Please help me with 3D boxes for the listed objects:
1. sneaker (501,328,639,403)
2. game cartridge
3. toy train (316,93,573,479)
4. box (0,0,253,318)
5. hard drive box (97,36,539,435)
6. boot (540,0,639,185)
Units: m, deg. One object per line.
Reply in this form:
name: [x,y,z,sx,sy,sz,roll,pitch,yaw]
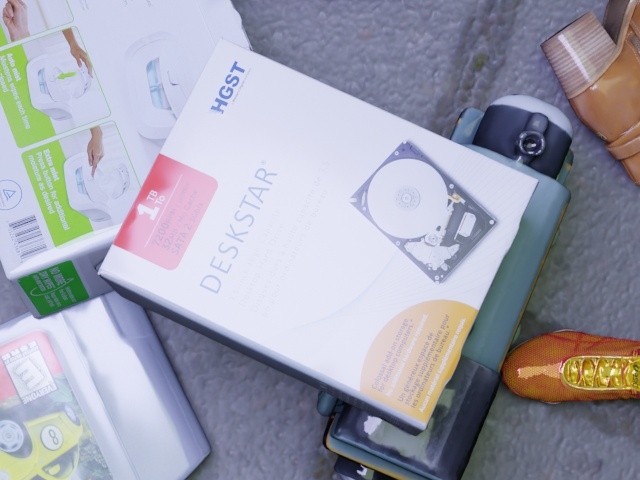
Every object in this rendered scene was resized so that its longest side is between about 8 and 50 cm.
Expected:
sneaker: [0.238,0.104,1.030,0.175,0.067,0.064,-2,85,-3]
game cartridge: [-0.248,0.171,0.989,0.294,0.060,0.196,-26,90,-7]
toy train: [0.102,0.043,0.963,0.142,0.190,0.334,25,82,-2]
box: [-0.166,-0.110,0.966,0.231,0.127,0.262,-22,75,-10]
hard drive box: [0.000,0.000,0.831,0.232,0.089,0.181,24,80,6]
boot: [0.299,-0.154,1.071,0.197,0.073,0.152,-36,95,-9]
